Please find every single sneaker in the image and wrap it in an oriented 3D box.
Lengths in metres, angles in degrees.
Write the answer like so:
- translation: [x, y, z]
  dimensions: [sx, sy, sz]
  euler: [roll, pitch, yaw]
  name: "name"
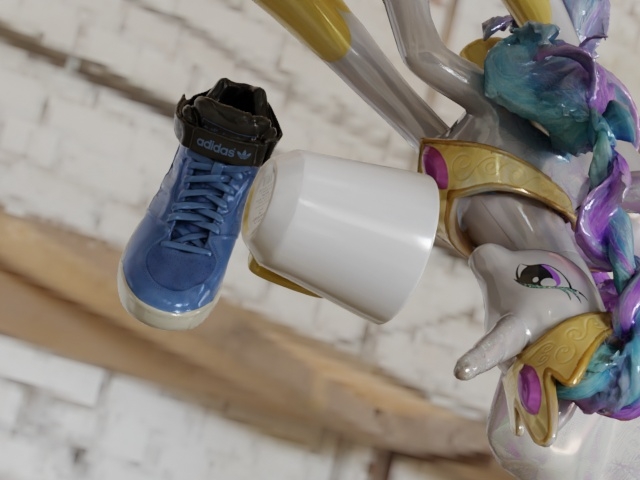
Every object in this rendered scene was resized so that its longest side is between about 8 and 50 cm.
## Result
- translation: [-0.061, -0.026, 1.001]
  dimensions: [0.058, 0.152, 0.085]
  euler: [19, -52, 4]
  name: "sneaker"

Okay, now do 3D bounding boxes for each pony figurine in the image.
- translation: [0.147, -0.013, 1.094]
  dimensions: [0.351, 0.363, 0.303]
  euler: [16, -51, -41]
  name: "pony figurine"

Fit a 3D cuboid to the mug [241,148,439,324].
- translation: [0.001, 0.000, 0.767]
  dimensions: [0.064, 0.078, 0.062]
  euler: [19, 28, -18]
  name: "mug"
